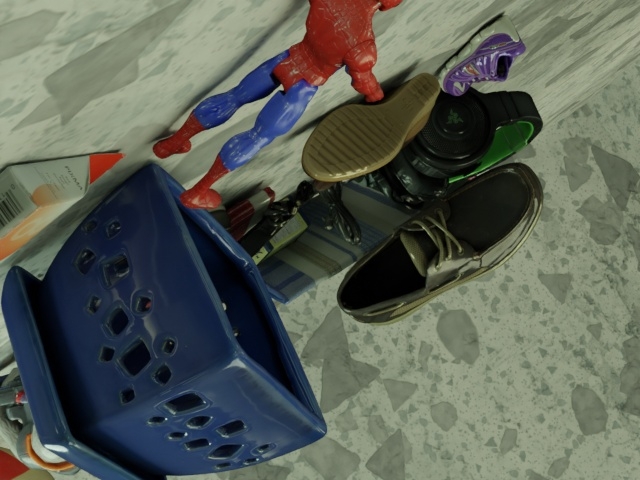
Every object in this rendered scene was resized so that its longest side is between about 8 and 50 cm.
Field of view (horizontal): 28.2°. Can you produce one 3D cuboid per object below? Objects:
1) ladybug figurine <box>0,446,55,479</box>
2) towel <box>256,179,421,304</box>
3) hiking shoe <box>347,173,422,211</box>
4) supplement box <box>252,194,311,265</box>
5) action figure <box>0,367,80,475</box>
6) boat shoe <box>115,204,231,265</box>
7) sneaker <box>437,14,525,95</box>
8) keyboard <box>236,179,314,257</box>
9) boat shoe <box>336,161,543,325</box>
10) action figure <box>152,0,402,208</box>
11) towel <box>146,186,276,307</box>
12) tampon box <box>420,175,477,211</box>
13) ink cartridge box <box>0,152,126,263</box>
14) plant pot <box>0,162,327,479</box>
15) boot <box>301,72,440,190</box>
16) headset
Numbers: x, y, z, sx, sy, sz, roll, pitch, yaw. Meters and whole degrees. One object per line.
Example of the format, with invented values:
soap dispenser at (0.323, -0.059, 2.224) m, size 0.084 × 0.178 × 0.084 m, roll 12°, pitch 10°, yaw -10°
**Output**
ladybug figurine at (-0.629, 0.465, 2.082) m, size 0.305 × 0.162 × 0.449 m, roll -38°, pitch 175°, yaw 31°
towel at (0.000, 0.000, 1.998) m, size 0.285 × 0.034 × 0.209 m, roll -31°, pitch -147°, yaw -25°
hiking shoe at (0.027, -0.003, 2.234) m, size 0.304 × 0.132 × 0.113 m, roll -36°, pitch 175°, yaw 10°
supplement box at (-0.073, -0.014, 1.927) m, size 0.083 × 0.056 × 0.083 m, roll -33°, pitch 174°, yaw -27°
action figure at (-0.279, 0.228, 1.692) m, size 0.341 × 0.178 × 0.330 m, roll -14°, pitch 178°, yaw 8°
boat shoe at (-0.207, 0.055, 1.482) m, size 0.112 × 0.095 × 0.335 m, roll -40°, pitch 173°, yaw 40°
sneaker at (0.219, -0.235, 1.733) m, size 0.068 × 0.071 × 0.170 m, roll -33°, pitch 175°, yaw -29°
keyboard at (-0.082, -0.001, 1.578) m, size 0.201 × 0.033 × 0.317 m, roll -44°, pitch -178°, yaw 17°
boat shoe at (0.170, 0.018, 1.852) m, size 0.355 × 0.132 × 0.130 m, roll -41°, pitch 167°, yaw 22°
action figure at (-0.007, -0.138, 1.086) m, size 0.280 × 0.091 × 0.139 m, roll -38°, pitch 168°, yaw 37°
towel at (-0.214, 0.048, 1.715) m, size 0.329 × 0.037 × 0.237 m, roll -34°, pitch 174°, yaw -18°
tampon box at (0.189, -0.114, 2.332) m, size 0.161 × 0.120 × 0.101 m, roll -36°, pitch 175°, yaw 8°
ink cartridge box at (-0.238, -0.009, 1.024) m, size 0.145 × 0.045 × 0.179 m, roll -37°, pitch 172°, yaw 20°
plant pot at (-0.159, 0.107, 1.225) m, size 0.212 × 0.236 × 0.236 m, roll -30°, pitch 148°, yaw 6°
boot at (0.039, -0.106, 1.630) m, size 0.248 × 0.090 × 0.207 m, roll -36°, pitch 174°, yaw -35°
headset at (0.165, -0.108, 1.887) m, size 0.394 × 0.185 × 0.243 m, roll -12°, pitch 162°, yaw -31°
